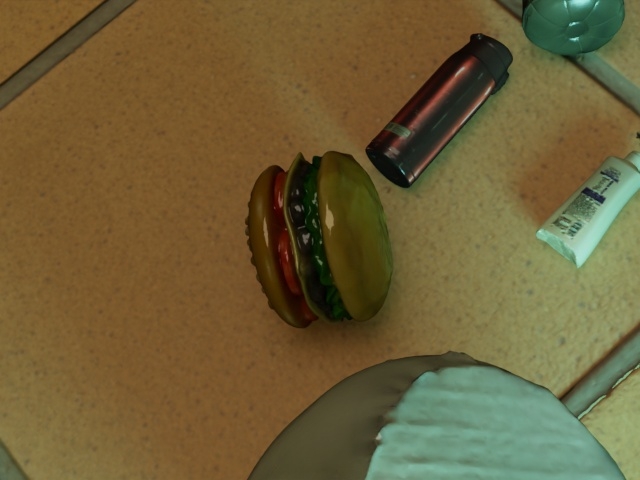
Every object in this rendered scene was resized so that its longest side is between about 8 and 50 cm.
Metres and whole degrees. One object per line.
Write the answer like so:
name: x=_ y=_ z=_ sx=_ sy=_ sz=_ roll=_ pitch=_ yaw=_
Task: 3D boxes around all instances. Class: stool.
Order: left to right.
stool: x=0.234 y=-0.237 z=1.287 sx=0.096 sy=0.096 sz=0.110 roll=-7 pitch=56 yaw=12

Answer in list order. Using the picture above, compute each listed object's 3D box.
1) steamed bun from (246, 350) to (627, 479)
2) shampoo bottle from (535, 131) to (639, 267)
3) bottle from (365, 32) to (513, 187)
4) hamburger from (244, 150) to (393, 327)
steamed bun: x=0.060 y=0.248 z=0.998 sx=0.309 sy=0.309 sz=0.309 roll=-6 pitch=62 yaw=12
shampoo bottle: x=0.254 y=-0.041 z=1.212 sx=0.141 sy=0.034 sz=0.049 roll=-47 pitch=54 yaw=-11
bottle: x=0.116 y=-0.125 z=1.282 sx=0.060 sy=0.060 sz=0.164 roll=36 pitch=77 yaw=28
hamburger: x=0.000 y=0.000 z=1.192 sx=0.115 sy=0.162 sz=0.162 roll=-12 pitch=61 yaw=12
